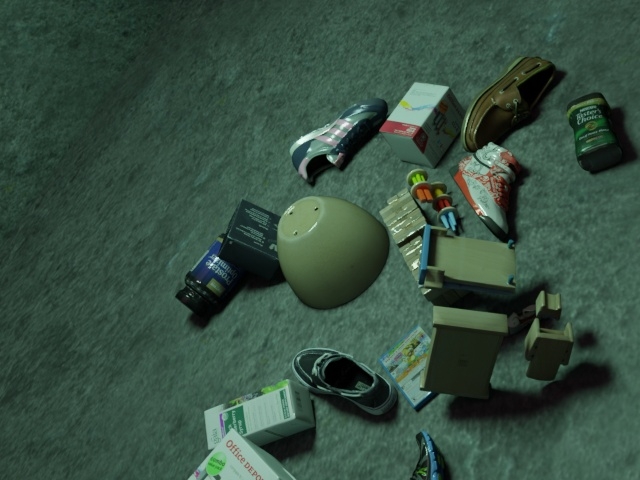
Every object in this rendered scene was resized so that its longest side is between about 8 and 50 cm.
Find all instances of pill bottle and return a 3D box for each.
[{"bbox_3d":[-0.292,0.099,2.260,0.219,0.123,0.123,-51,39,-10],"label":"pill bottle"}]

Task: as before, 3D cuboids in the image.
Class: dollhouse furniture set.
[{"bbox_3d":[0.332,0.137,1.665,0.286,0.198,0.303,7,43,3],"label":"dollhouse furniture set"}]

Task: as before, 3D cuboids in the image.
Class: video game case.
[{"bbox_3d":[0.206,0.268,1.762,0.119,0.015,0.166,-42,39,3],"label":"video game case"}]

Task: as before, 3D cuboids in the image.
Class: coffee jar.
[{"bbox_3d":[0.607,-0.246,1.842,0.096,0.079,0.184,-21,43,25],"label":"coffee jar"}]

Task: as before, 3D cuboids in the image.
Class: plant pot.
[{"bbox_3d":[0.000,0.000,2.047,0.284,0.191,0.284,-24,43,24],"label":"plant pot"}]

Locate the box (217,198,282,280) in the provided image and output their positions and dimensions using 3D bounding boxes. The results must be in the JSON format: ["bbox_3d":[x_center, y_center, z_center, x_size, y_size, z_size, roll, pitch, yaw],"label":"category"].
[{"bbox_3d":[-0.173,-0.003,2.192,0.093,0.156,0.158,-56,14,41],"label":"box"}]

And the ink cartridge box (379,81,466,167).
[{"bbox_3d":[0.270,-0.301,2.142,0.127,0.128,0.176,20,69,48],"label":"ink cartridge box"}]

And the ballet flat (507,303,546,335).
[{"bbox_3d":[0.409,0.155,1.674,0.114,0.041,0.041,-28,41,18],"label":"ballet flat"}]

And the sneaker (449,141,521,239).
[{"bbox_3d":[0.404,-0.126,1.896,0.145,0.090,0.270,-36,36,12],"label":"sneaker"}]

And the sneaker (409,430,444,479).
[{"bbox_3d":[0.194,0.447,1.566,0.078,0.067,0.188,-17,48,20],"label":"sneaker"}]

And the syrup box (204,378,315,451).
[{"bbox_3d":[-0.139,0.400,1.856,0.237,0.096,0.093,-24,59,21],"label":"syrup box"}]

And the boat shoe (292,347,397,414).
[{"bbox_3d":[0.031,0.292,1.819,0.301,0.102,0.108,20,69,48],"label":"boat shoe"}]

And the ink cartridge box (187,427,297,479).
[{"bbox_3d":[-0.164,0.565,1.658,0.270,0.197,0.198,-49,39,-9],"label":"ink cartridge box"}]

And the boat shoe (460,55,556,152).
[{"bbox_3d":[0.461,-0.338,2.027,0.104,0.111,0.307,20,69,49],"label":"boat shoe"}]

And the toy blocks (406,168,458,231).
[{"bbox_3d":[0.269,-0.091,1.955,0.054,0.123,0.148,-45,35,25],"label":"toy blocks"}]

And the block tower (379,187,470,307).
[{"bbox_3d":[0.237,0.021,1.905,0.091,0.097,0.335,-35,37,11],"label":"block tower"}]

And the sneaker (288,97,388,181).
[{"bbox_3d":[0.065,-0.275,2.334,0.319,0.112,0.131,-31,57,19],"label":"sneaker"}]
